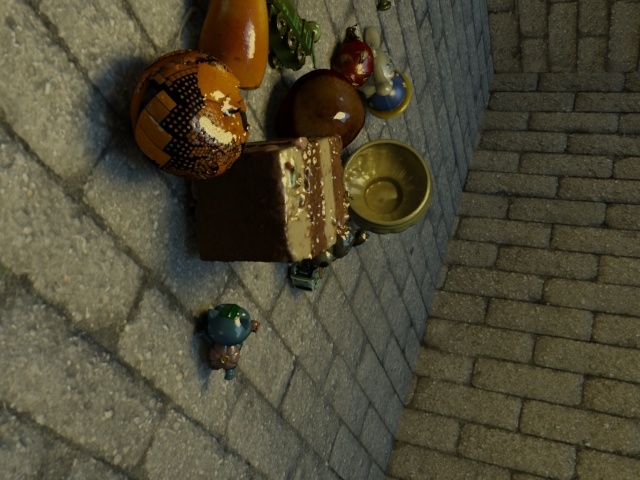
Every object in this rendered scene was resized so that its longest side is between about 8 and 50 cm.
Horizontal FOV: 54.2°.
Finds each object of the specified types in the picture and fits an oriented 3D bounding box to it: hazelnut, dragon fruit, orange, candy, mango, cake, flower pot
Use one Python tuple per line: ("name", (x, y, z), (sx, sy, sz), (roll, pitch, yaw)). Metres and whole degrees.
("hazelnut", (-0.010, -0.318, 1.599), (0.229, 0.230, 0.229), (7, 90, -65))
("dragon fruit", (0.100, -0.563, 1.895), (0.125, 0.125, 0.245), (42, 41, -45))
("orange", (-0.239, -0.225, 1.138), (0.234, 0.182, 0.234), (2, 88, -61))
("candy", (-0.021, -0.503, 1.625), (0.061, 0.061, 0.202), (67, 13, -47))
("mango", (-0.171, -0.443, 1.292), (0.187, 0.138, 0.256), (-49, 146, -69))
("cake", (-0.111, -0.095, 1.357), (0.290, 0.282, 0.255), (-19, 107, -58))
("flower pot", (0.200, -0.153, 2.005), (0.244, 0.308, 0.307), (78, 24, -76))

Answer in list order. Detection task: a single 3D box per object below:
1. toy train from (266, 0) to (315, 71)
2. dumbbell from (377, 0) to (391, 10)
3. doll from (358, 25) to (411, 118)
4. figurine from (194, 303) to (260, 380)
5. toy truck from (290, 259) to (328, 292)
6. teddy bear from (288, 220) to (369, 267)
("toy train", (-0.093, -0.511, 1.506), (0.225, 0.090, 0.137), (44, 49, -60))
("dumbbell", (0.208, -0.838, 2.114), (0.117, 0.046, 0.052), (71, 30, -42))
("doll", (0.185, -0.542, 2.060), (0.243, 0.160, 0.310), (21, 53, -52))
("figurine", (-0.208, 0.219, 1.429), (0.144, 0.114, 0.178), (-38, 141, -66))
("toy truck", (-0.022, 0.076, 1.815), (0.115, 0.080, 0.177), (84, 24, -46))
("teddy bear", (-0.017, -0.006, 1.640), (0.171, 0.251, 0.144), (46, 52, -42))
